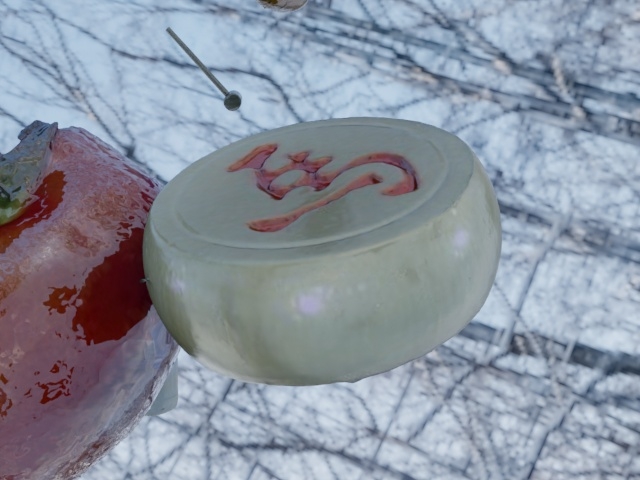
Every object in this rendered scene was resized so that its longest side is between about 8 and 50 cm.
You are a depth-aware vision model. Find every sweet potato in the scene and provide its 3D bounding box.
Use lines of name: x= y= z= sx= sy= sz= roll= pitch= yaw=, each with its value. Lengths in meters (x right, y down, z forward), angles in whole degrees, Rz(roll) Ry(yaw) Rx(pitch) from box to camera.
sweet potato: x=-0.030 y=-0.194 z=0.991 sx=0.095 sy=0.034 sz=0.034 roll=-33 pitch=-46 yaw=-62

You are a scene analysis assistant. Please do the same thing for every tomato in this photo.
tomato: x=-0.201 y=0.083 z=1.053 sx=0.335 sy=0.176 sz=0.290 roll=-54 pitch=-29 yaw=-40

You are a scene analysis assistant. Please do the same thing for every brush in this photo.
brush: x=-0.236 y=0.156 z=1.874 sx=0.060 sy=0.050 sz=0.321 roll=-14 pitch=-45 yaw=-20

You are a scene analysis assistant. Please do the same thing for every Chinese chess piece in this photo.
Chinese chess piece: x=0.000 y=0.000 z=0.940 sx=0.273 sy=0.273 sz=0.102 roll=-36 pitch=-55 yaw=-38

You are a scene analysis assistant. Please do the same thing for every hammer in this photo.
hammer: x=-0.123 y=-0.179 z=1.317 sx=0.019 sy=0.110 sz=0.035 roll=-43 pitch=9 yaw=7
